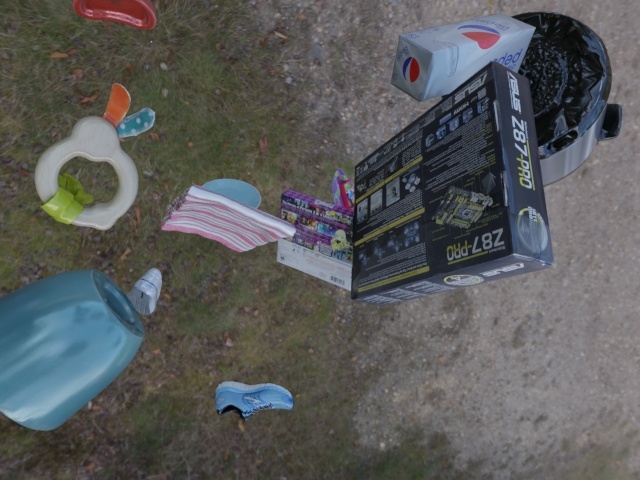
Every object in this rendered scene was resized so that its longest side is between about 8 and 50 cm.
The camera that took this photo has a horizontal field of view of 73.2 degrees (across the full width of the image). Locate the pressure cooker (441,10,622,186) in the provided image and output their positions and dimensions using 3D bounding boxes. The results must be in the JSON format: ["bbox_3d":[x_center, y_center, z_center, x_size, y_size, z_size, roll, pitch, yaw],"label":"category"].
[{"bbox_3d":[0.533,-0.328,1.138,0.375,0.370,0.420,-44,154,17],"label":"pressure cooker"}]

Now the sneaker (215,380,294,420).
[{"bbox_3d":[-0.133,0.333,0.869,0.162,0.073,0.063,1,132,1],"label":"sneaker"}]

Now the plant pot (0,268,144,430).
[{"bbox_3d":[-0.527,0.199,0.911,0.235,0.293,0.293,-34,121,-12],"label":"plant pot"}]

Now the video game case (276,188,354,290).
[{"bbox_3d":[0.000,0.000,1.093,0.042,0.232,0.210,-44,147,-51],"label":"video game case"}]

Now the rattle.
[{"bbox_3d":[-0.318,-0.125,0.619,0.130,0.143,0.199,17,98,-19],"label":"rattle"}]

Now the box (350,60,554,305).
[{"bbox_3d":[0.196,-0.069,0.777,0.097,0.395,0.318,15,67,-25],"label":"box"}]

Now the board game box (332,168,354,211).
[{"bbox_3d":[0.088,-0.131,1.255,0.033,0.133,0.169,-8,151,28],"label":"board game box"}]

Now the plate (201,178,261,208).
[{"bbox_3d":[-0.269,-0.119,1.260,0.188,0.188,0.024,-7,134,-19],"label":"plate"}]

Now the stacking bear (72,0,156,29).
[{"bbox_3d":[-0.456,-0.660,0.959,0.175,0.164,0.289,0,91,-26],"label":"stacking bear"}]

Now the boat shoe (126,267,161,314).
[{"bbox_3d":[-0.468,0.141,1.172,0.083,0.226,0.076,37,55,-14],"label":"boat shoe"}]

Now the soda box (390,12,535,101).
[{"bbox_3d":[0.279,-0.362,0.840,0.286,0.091,0.098,-23,142,-25],"label":"soda box"}]

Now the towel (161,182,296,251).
[{"bbox_3d":[-0.136,-0.020,0.599,0.144,0.197,0.029,21,73,-25],"label":"towel"}]
